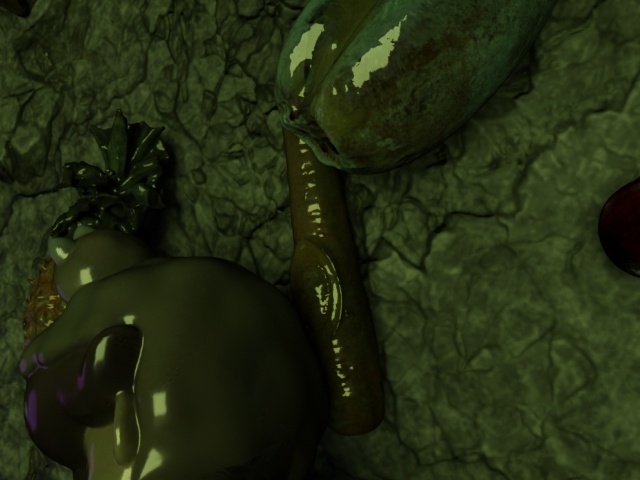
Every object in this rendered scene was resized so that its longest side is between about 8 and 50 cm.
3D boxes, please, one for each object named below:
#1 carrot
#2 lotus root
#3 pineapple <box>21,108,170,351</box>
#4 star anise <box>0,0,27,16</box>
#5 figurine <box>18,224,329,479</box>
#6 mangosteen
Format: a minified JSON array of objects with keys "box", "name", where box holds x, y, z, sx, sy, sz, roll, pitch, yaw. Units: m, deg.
[{"box":[0.001,0.000,0.497,0.070,0.070,0.342,-13,82,18],"name":"carrot"},{"box":[0.103,-0.188,0.440,0.322,0.140,0.158,-45,49,2],"name":"lotus root"},{"box":[-0.215,-0.001,0.550,0.128,0.128,0.248,2,80,20],"name":"pineapple"},{"box":[-0.425,-0.386,0.653,0.223,0.109,0.236,44,103,21],"name":"star anise"},{"box":[-0.074,0.149,0.356,0.203,0.248,0.381,-33,41,-1],"name":"figurine"},{"box":[0.247,-0.011,0.408,0.080,0.081,0.081,-1,86,19],"name":"mangosteen"}]
